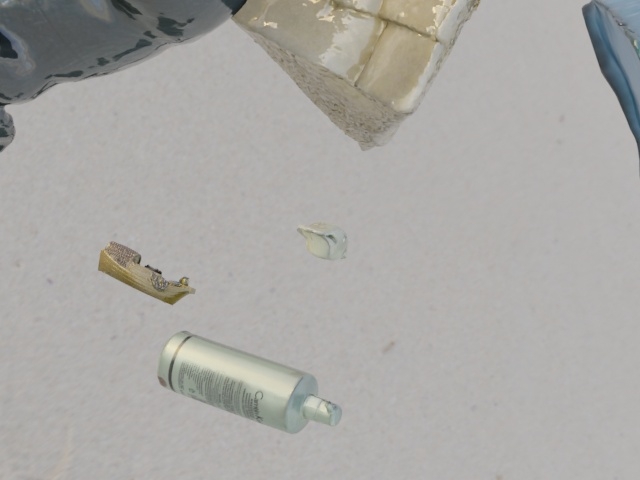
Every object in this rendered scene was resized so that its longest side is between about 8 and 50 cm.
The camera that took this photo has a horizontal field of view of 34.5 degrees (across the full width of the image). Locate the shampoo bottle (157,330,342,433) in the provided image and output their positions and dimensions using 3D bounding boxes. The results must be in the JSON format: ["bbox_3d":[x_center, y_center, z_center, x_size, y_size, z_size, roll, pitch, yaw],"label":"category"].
[{"bbox_3d":[-0.091,0.195,1.373,0.085,0.263,0.085,-39,137,-50],"label":"shampoo bottle"}]

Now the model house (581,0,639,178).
[{"bbox_3d":[0.402,-0.165,0.890,0.215,0.303,0.237,59,13,-18],"label":"model house"}]

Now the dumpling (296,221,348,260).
[{"bbox_3d":[0.000,-0.001,1.182,0.077,0.060,0.043,0,103,-60],"label":"dumpling"}]

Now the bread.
[{"bbox_3d":[0.041,-0.077,0.424,0.105,0.077,0.152,30,-1,32],"label":"bread"}]

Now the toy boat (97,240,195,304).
[{"bbox_3d":[-0.247,0.048,1.458,0.149,0.048,0.047,25,-2,11],"label":"toy boat"}]

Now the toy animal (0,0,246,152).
[{"bbox_3d":[-0.130,-0.073,0.340,0.082,0.270,0.137,65,17,10],"label":"toy animal"}]
